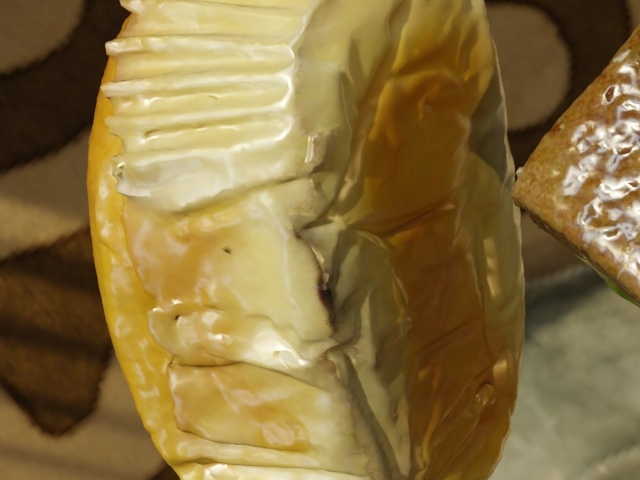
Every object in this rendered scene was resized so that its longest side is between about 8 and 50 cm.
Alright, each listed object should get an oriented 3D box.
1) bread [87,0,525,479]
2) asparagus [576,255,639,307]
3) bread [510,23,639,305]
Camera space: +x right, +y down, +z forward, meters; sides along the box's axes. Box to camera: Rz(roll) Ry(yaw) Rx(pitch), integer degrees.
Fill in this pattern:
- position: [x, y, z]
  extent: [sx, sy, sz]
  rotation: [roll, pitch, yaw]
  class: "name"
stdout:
- position: [-0.009, 0.004, 1.129]
  extent: [0.236, 0.183, 0.388]
  rotation: [-31, 125, -41]
  class: "bread"
- position: [0.279, 0.044, 1.490]
  extent: [0.067, 0.278, 0.060]
  rotation: [2, 114, -33]
  class: "asparagus"
- position: [0.290, 0.047, 1.003]
  extent: [0.165, 0.416, 0.113]
  rotation: [-47, 154, 3]
  class: "bread"
